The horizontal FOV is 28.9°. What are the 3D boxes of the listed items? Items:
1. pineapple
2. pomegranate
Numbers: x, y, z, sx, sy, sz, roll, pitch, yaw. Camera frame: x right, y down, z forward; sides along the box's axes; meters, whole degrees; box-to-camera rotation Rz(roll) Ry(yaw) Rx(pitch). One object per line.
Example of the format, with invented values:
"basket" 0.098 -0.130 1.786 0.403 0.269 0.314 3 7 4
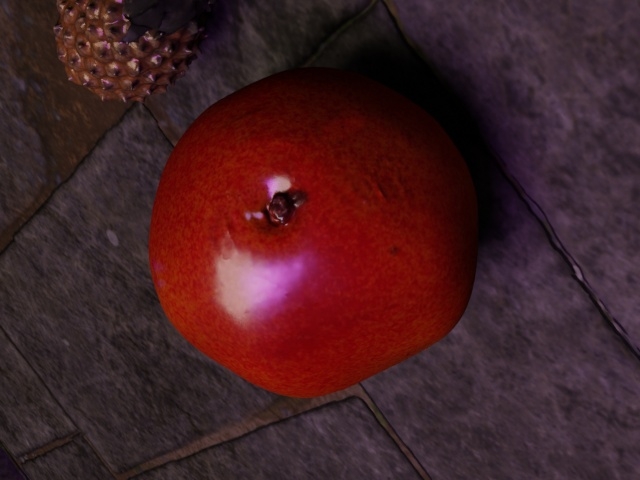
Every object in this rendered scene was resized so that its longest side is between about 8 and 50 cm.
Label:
"pineapple" -0.092 -0.184 0.870 0.277 0.130 0.119 -22 75 58
"pomegranate" 0.000 0.000 0.844 0.221 0.221 0.256 34 171 25
